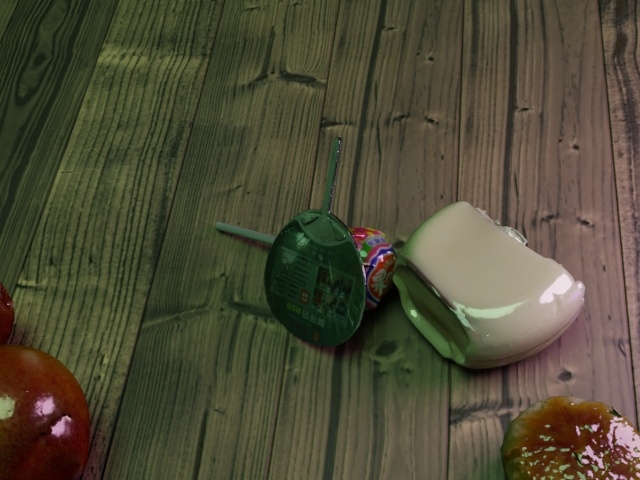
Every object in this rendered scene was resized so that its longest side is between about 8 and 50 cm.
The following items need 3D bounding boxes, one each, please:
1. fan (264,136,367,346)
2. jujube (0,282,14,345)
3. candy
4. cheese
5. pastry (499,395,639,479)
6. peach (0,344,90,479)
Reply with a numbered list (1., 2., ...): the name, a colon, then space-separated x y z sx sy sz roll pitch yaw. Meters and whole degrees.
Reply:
1. fan: 0.011 0.030 1.529 0.012 0.294 0.223 0 44 -41
2. jujube: -0.621 0.145 1.619 0.290 0.197 0.197 -24 48 8
3. candy: -0.034 0.015 1.647 0.365 0.124 0.124 14 56 39
4. cheese: 0.242 0.058 1.504 0.233 0.127 0.266 -33 53 -16
5. pastry: 0.325 0.287 1.309 0.182 0.093 0.192 -15 48 0
6. peach: -0.430 0.262 1.456 0.231 0.231 0.231 -8 50 9
